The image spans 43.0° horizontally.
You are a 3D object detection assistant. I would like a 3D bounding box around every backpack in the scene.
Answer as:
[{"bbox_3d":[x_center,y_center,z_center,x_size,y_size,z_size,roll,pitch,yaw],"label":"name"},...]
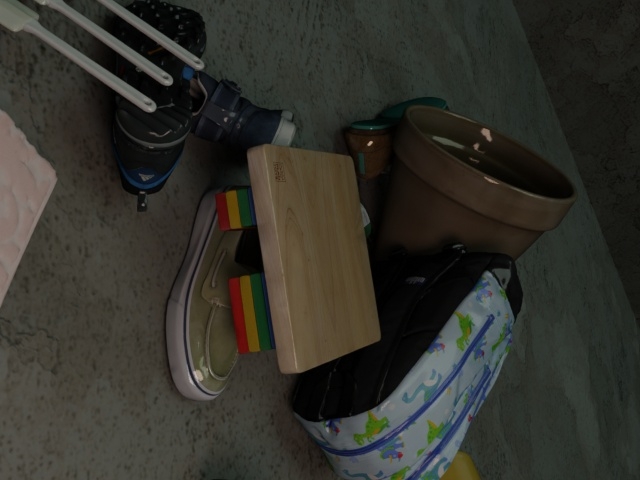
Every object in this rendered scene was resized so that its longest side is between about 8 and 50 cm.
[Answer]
[{"bbox_3d":[0.119,0.192,1.210,0.355,0.290,0.273,-36,112,-47],"label":"backpack"}]

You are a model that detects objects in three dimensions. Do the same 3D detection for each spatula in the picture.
[{"bbox_3d":[-0.250,-0.238,0.885,0.242,0.019,0.168,33,37,-1],"label":"spatula"}]

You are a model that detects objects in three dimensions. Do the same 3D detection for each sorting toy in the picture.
[{"bbox_3d":[-0.028,0.021,1.023,0.255,0.089,0.257,-5,85,-65],"label":"sorting toy"}]

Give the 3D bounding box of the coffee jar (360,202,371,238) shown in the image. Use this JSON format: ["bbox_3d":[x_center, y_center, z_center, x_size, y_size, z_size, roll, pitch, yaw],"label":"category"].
[{"bbox_3d":[0.000,0.000,1.248,0.184,0.096,0.079,-36,108,-55],"label":"coffee jar"}]

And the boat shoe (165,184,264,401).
[{"bbox_3d":[-0.121,0.053,1.038,0.109,0.094,0.302,37,50,-47],"label":"boat shoe"}]

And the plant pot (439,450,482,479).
[{"bbox_3d":[0.183,0.466,1.263,0.254,0.254,0.239,39,34,-45],"label":"plant pot"}]

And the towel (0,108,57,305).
[{"bbox_3d":[-0.370,-0.036,0.653,0.332,0.053,0.317,61,32,-48],"label":"towel"}]

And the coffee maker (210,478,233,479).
[{"bbox_3d":[-0.092,0.395,0.944,0.171,0.120,0.178,51,41,-37],"label":"coffee maker"}]

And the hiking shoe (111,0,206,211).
[{"bbox_3d":[-0.210,-0.183,0.988,0.113,0.132,0.304,14,42,-13],"label":"hiking shoe"}]

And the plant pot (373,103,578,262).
[{"bbox_3d":[0.231,-0.041,1.417,0.323,0.323,0.280,-22,142,-58],"label":"plant pot"}]

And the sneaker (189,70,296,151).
[{"bbox_3d":[-0.122,-0.169,1.119,0.226,0.163,0.086,-130,-116,-80],"label":"sneaker"}]

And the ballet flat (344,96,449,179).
[{"bbox_3d":[0.151,-0.189,1.556,0.342,0.116,0.124,-34,129,-56],"label":"ballet flat"}]
